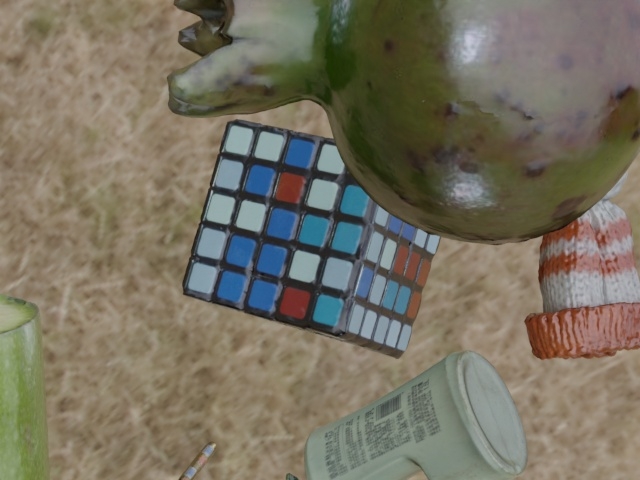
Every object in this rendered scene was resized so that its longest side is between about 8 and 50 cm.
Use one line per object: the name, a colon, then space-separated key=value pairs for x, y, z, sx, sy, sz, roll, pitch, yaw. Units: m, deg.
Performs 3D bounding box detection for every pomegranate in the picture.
pomegranate: x=0.065 y=-0.103 z=0.924 sx=0.242 sy=0.306 sz=0.242 roll=-14 pitch=90 yaw=-71

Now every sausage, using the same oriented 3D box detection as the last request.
sausage: x=-0.136 y=0.248 z=1.635 sx=0.015 sy=0.015 sz=0.100 roll=49 pitch=27 yaw=-4

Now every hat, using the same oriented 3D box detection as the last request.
hat: x=0.195 y=0.006 z=1.079 sx=0.112 sy=0.093 sz=0.162 roll=6 pitch=78 yaw=-69

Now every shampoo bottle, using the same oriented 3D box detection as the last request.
shampoo bottle: x=0.062 y=0.195 z=1.300 sx=0.087 sy=0.234 sz=0.118 roll=5 pitch=58 yaw=-53

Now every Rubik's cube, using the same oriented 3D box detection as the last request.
Rubik's cube: x=0.000 y=0.000 z=1.449 sx=0.187 sy=0.184 sz=0.182 roll=26 pitch=79 yaw=-65

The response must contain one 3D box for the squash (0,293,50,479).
squash: x=-0.382 y=0.254 z=1.387 sx=0.263 sy=0.263 sz=0.384 roll=-10 pitch=104 yaw=-38
